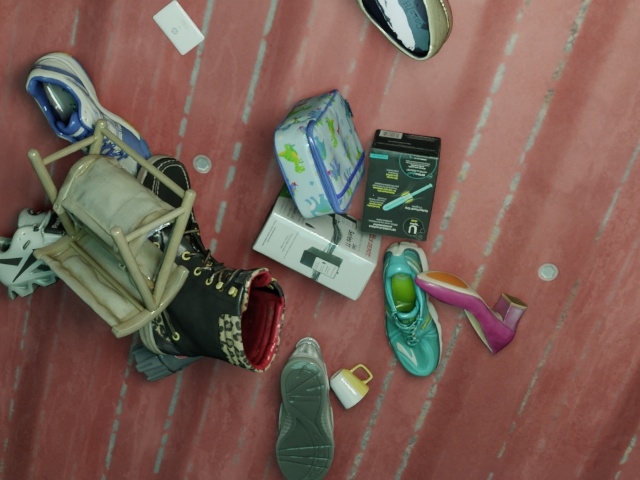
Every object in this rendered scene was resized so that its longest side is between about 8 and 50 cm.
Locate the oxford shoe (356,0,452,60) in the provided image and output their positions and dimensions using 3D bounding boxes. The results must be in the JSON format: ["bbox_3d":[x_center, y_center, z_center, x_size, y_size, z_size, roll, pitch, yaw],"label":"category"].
[{"bbox_3d":[0.081,-0.457,1.635,0.140,0.146,0.397,-35,105,22],"label":"oxford shoe"}]

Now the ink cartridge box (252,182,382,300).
[{"bbox_3d":[0.000,0.000,1.861,0.208,0.153,0.087,27,115,-5],"label":"ink cartridge box"}]

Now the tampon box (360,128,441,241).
[{"bbox_3d":[0.141,-0.097,1.820,0.120,0.101,0.161,9,117,5],"label":"tampon box"}]

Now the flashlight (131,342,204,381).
[{"bbox_3d":[-0.226,0.179,2.013,0.304,0.103,0.103,-23,83,19],"label":"flashlight"}]

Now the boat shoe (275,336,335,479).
[{"bbox_3d":[-0.027,0.346,2.065,0.118,0.103,0.320,2,119,8],"label":"boat shoe"}]

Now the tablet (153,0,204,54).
[{"bbox_3d":[-0.247,-0.370,1.808,0.054,0.006,0.083,-32,106,21],"label":"tablet"}]

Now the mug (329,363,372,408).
[{"bbox_3d":[0.056,0.282,2.045,0.064,0.078,0.062,48,147,-4],"label":"mug"}]

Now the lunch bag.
[{"bbox_3d":[0.005,-0.144,1.756,0.090,0.219,0.176,-11,112,21],"label":"lunch bag"}]

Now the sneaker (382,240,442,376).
[{"bbox_3d":[0.159,0.139,1.924,0.107,0.110,0.275,-9,114,13],"label":"sneaker"}]

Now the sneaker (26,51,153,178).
[{"bbox_3d":[-0.417,-0.192,1.851,0.112,0.131,0.296,-35,107,20],"label":"sneaker"}]

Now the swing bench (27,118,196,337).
[{"bbox_3d":[-0.354,-0.020,1.755,0.253,0.165,0.255,38,140,27],"label":"swing bench"}]

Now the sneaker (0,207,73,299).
[{"bbox_3d":[-0.493,-0.006,1.953,0.330,0.122,0.146,-23,111,18],"label":"sneaker"}]

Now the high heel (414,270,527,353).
[{"bbox_3d":[0.258,0.134,1.897,0.244,0.082,0.117,16,110,-30],"label":"high heel"}]

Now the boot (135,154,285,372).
[{"bbox_3d":[-0.202,0.046,1.837,0.284,0.138,0.377,11,103,40],"label":"boot"}]
